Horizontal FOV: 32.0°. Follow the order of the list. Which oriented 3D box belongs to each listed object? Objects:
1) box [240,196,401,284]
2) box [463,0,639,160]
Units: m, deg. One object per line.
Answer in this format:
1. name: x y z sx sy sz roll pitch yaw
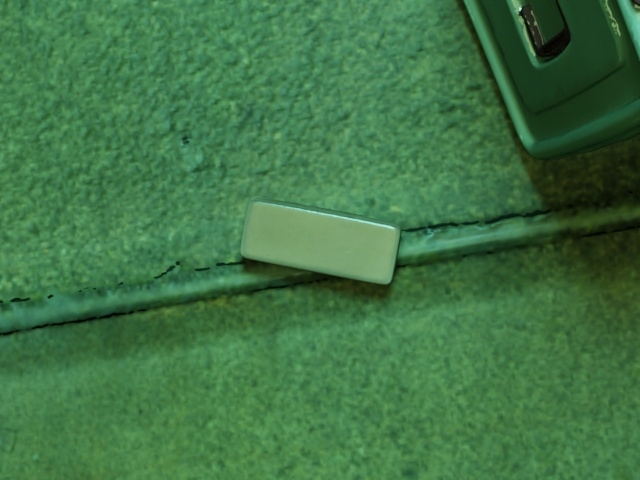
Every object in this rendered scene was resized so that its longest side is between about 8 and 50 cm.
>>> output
1. box: 0.000 0.000 0.812 0.115 0.025 0.048 10 99 7
2. box: 0.194 -0.168 0.656 0.167 0.294 0.193 -21 90 -3
